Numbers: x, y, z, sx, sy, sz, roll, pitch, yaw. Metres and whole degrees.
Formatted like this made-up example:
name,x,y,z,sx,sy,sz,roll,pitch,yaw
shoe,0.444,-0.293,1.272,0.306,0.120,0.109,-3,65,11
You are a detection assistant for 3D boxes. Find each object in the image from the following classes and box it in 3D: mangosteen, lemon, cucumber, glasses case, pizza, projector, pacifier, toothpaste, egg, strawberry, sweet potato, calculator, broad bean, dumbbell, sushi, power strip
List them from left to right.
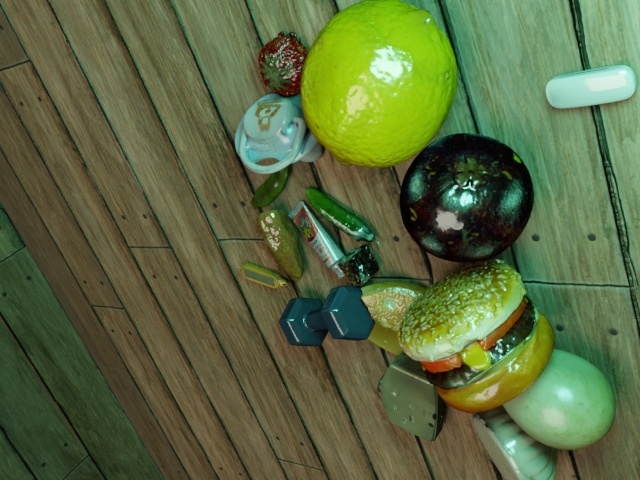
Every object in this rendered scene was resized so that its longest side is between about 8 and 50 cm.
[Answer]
name,x,y,z,sx,sy,sz,roll,pitch,yaw
power strip,-0.172,0.111,2.237,0.178,0.028,0.049,17,131,30
broad bean,-0.131,-0.153,1.977,0.065,0.046,0.254,48,138,8
strawberry,-0.086,-0.410,1.703,0.145,0.086,0.145,29,139,29
sweet potato,-0.104,0.011,2.061,0.097,0.097,0.252,1,127,40
pacifier,-0.081,-0.248,1.790,0.279,0.228,0.207,6,165,38
toothpaste,0.000,0.000,1.991,0.234,0.057,0.089,53,143,5
dumbbell,0.018,0.218,2.035,0.325,0.144,0.160,-22,94,56
cucumber,0.055,-0.058,1.890,0.250,0.056,0.056,35,138,14
sushi,0.104,0.067,1.915,0.084,0.094,0.098,58,155,-13
lemon,0.114,-0.312,1.449,0.336,0.336,0.336,22,134,25
calculator,0.169,0.242,2.050,0.236,0.033,0.157,33,137,12
pizza,0.209,0.179,1.907,0.182,0.062,0.161,-10,105,13
projector,0.264,0.443,2.080,0.193,0.088,0.270,20,136,28
mangosteen,0.302,-0.081,1.508,0.288,0.288,0.288,22,134,25
egg,0.538,0.360,1.692,0.295,0.218,0.218,27,136,32
glasses case,0.499,-0.284,1.340,0.164,0.041,0.063,-2,119,42

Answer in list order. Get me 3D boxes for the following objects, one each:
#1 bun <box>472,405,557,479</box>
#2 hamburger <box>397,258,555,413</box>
name,x,y,z,sx,sy,sz,roll,pitch,yaw
bun,0.534,0.528,1.886,0.263,0.175,0.263,60,174,10
hamburger,0.347,0.205,1.649,0.250,0.330,0.330,50,140,-14
